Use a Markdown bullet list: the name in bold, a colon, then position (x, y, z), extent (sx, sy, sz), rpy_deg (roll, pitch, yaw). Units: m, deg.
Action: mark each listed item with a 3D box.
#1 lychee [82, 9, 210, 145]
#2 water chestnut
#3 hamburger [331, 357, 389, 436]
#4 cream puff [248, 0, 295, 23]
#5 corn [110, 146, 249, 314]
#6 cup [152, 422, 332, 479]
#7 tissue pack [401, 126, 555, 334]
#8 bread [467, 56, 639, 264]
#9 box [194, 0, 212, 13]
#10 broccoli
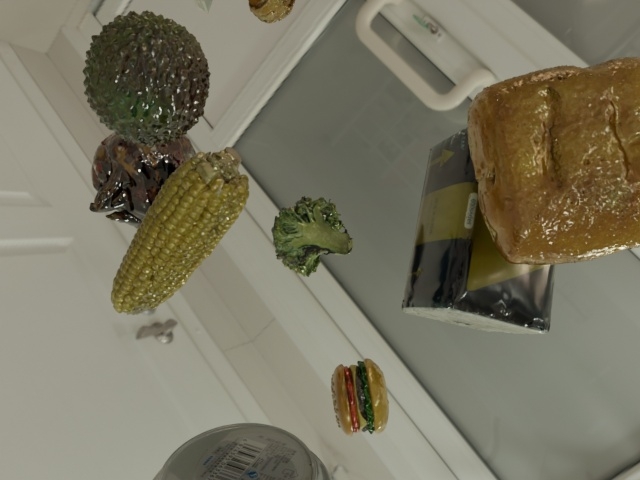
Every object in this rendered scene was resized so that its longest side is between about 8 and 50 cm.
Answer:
- **lychee**: position (-0.215, -0.204, 0.650), extent (0.171, 0.171, 0.171), rpy_deg (-35, 162, -13)
- **water chestnut**: position (-0.439, -0.155, 1.306), extent (0.289, 0.244, 0.289), rpy_deg (-4, 148, -3)
- **hamburger**: position (0.082, 0.326, 1.089), extent (0.115, 0.162, 0.162), rpy_deg (-8, 160, 1)
- **cream puff**: position (-0.109, -0.547, 1.163), extent (0.104, 0.119, 0.133), rpy_deg (-6, -172, -35)
- **corn**: position (-0.237, -0.011, 0.878), extent (0.347, 0.130, 0.130), rpy_deg (-51, 160, 20)
- **cup**: position (-0.060, 0.433, 0.691), extent (0.323, 0.237, 0.326), rpy_deg (-3, 106, -14)
- **tissue pack**: position (0.367, -0.016, 1.184), extent (0.253, 0.264, 0.416), rpy_deg (154, -50, -70)
- **bread**: position (0.432, -0.128, 0.876), extent (0.337, 0.327, 0.148), rpy_deg (-7, 176, 8)
- **box**: position (-0.246, -0.595, 1.163), extent (0.139, 0.035, 0.245), rpy_deg (-66, -166, 9)
- **broccoli**: position (-0.007, 0.001, 1.631), extent (0.180, 0.273, 0.242), rpy_deg (52, 57, -66)
